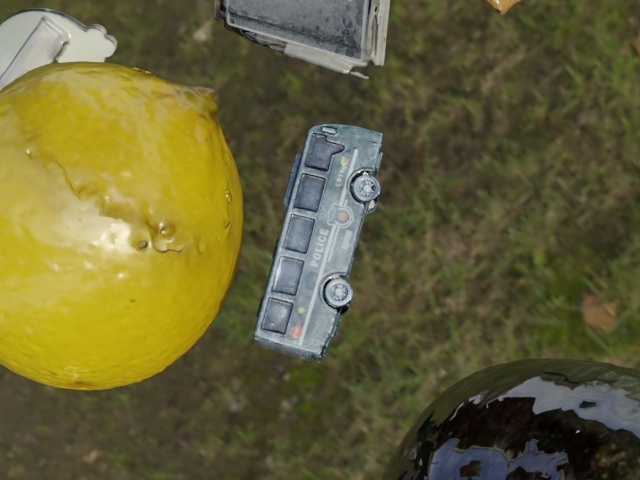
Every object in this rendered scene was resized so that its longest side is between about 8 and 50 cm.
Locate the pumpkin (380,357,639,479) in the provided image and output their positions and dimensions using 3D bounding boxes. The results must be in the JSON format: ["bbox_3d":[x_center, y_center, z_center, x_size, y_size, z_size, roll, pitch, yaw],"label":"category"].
[{"bbox_3d":[0.250,0.312,1.396,0.344,0.454,0.454,-32,36,-21],"label":"pumpkin"}]

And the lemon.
[{"bbox_3d":[-0.169,-0.004,1.167,0.228,0.228,0.253,-105,23,-44],"label":"lemon"}]

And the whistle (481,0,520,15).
[{"bbox_3d":[0.253,-0.319,1.652,0.220,0.057,0.107,-42,31,0],"label":"whistle"}]

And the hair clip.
[{"bbox_3d":[-0.373,-0.213,2.044,0.220,0.140,0.054,-50,-4,17],"label":"hair clip"}]

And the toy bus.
[{"bbox_3d":[0.000,0.000,1.110,0.065,0.047,0.166,14,78,2],"label":"toy bus"}]

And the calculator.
[{"bbox_3d":[-0.012,-0.266,1.316,0.166,0.274,0.028,20,42,16],"label":"calculator"}]
